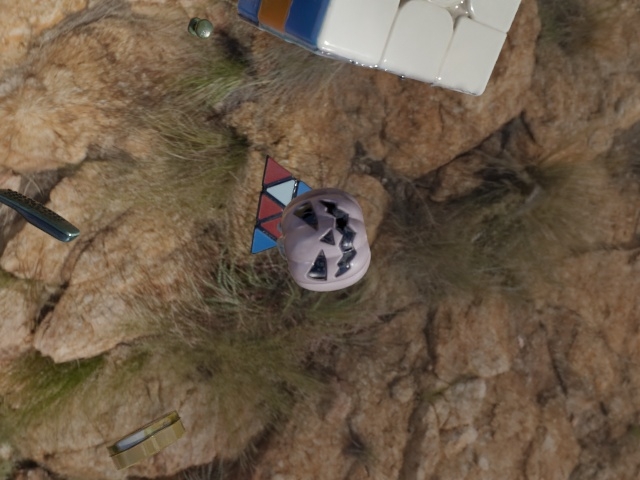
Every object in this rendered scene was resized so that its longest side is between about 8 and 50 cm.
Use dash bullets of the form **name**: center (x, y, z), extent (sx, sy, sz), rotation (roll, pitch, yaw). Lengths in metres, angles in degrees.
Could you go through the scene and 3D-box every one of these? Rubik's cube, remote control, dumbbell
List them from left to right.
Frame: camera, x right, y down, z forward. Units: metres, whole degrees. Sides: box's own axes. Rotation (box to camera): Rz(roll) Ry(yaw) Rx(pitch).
- **remote control**: center (-0.675, -0.063, 1.501), extent (0.222, 0.072, 0.042), rotation (30, 100, 4)
- **dumbbell**: center (-0.324, -0.572, 1.699), extent (0.046, 0.118, 0.052), rotation (22, 101, -30)
- **Rubik's cube**: center (-0.123, -0.115, 1.628), extent (0.250, 0.284, 0.234), rotation (-37, 138, -14)
- **Rubik's cube**: center (0.090, -0.396, 0.873), extent (0.291, 0.290, 0.291), rotation (4, 114, -32)

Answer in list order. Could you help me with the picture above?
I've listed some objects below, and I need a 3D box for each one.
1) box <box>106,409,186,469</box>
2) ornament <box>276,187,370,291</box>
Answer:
- **box**: center (-0.238, 0.273, 0.865), extent (0.106, 0.105, 0.037), rotation (-25, 85, -19)
- **ornament**: center (0.000, 0.001, 1.084), extent (0.178, 0.177, 0.177), rotation (-5, 103, -24)
